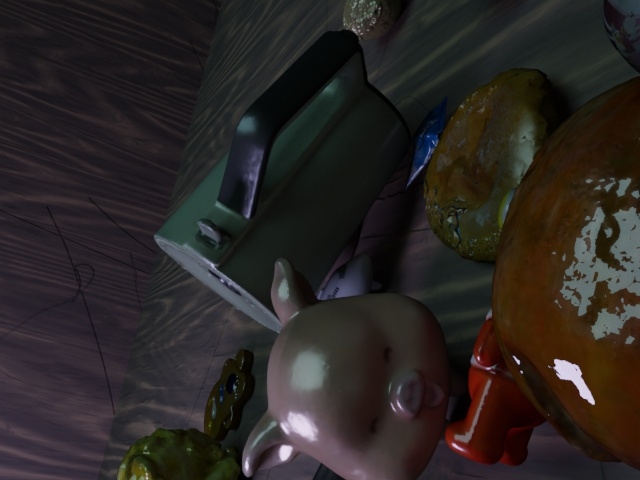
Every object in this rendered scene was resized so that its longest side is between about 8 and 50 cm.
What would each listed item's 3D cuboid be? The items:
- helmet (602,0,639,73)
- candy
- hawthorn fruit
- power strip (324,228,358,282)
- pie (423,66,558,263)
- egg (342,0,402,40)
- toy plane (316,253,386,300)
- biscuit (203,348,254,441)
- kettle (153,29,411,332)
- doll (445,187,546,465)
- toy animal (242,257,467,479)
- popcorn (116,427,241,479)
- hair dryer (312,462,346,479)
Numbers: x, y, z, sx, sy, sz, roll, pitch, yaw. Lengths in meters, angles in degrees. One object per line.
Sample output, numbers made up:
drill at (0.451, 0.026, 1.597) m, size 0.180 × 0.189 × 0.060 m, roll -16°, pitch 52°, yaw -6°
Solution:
helmet at (0.335, -0.240, 0.657) m, size 0.153 × 0.107 × 0.177 m, roll -57°, pitch 28°, yaw 37°
candy at (0.162, -0.146, 1.050) m, size 0.136 × 0.038 × 0.088 m, roll 116°, pitch 169°, yaw -47°
hawthorn fruit at (0.245, -0.003, 0.445) m, size 0.277 × 0.277 × 0.298 m, roll -164°, pitch 77°, yaw -67°
power strip at (0.000, 0.000, 1.259) m, size 0.154 × 0.078 × 0.154 m, roll -45°, pitch 35°, yaw 45°
pie at (0.214, -0.097, 0.870) m, size 0.273 × 0.069 × 0.273 m, roll -163°, pitch 90°, yaw -72°
egg at (0.099, -0.456, 1.330) m, size 0.118 × 0.116 × 0.140 m, roll 47°, pitch 120°, yaw 32°
toy plane at (0.024, 0.135, 1.082) m, size 0.255 × 0.101 × 0.251 m, roll -61°, pitch 25°, yaw 15°
biscuit at (-0.210, 0.352, 1.524) m, size 0.236 × 0.039 × 0.180 m, roll -59°, pitch 27°, yaw 31°
kettle at (-0.053, -0.095, 1.025) m, size 0.376 × 0.250 × 0.361 m, roll -54°, pitch -22°, yaw -15°
doll at (0.205, 0.043, 0.647) m, size 0.105 × 0.200 × 0.336 m, roll 16°, pitch 84°, yaw 37°
toy animal at (0.044, 0.161, 0.802) m, size 0.326 × 0.269 × 0.237 m, roll 169°, pitch 112°, yaw -68°
popcorn at (-0.281, 0.495, 1.320) m, size 0.293 × 0.237 × 0.293 m, roll -52°, pitch 25°, yaw 37°
hair dryer at (0.025, 0.353, 0.864) m, size 0.248 × 0.078 × 0.195 m, roll -81°, pitch 14°, yaw -77°
